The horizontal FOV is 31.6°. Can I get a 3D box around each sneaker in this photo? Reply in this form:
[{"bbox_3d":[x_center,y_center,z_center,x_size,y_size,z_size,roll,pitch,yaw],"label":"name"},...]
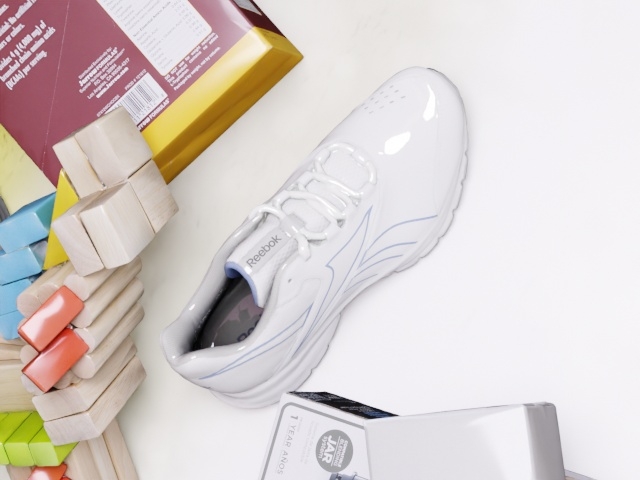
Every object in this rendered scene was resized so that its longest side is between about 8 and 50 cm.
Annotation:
[{"bbox_3d":[0.000,0.000,0.812,0.111,0.129,0.297,37,95,23],"label":"sneaker"}]

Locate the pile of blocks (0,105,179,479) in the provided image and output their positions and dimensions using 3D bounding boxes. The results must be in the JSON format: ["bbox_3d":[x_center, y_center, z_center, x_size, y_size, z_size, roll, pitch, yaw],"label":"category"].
[{"bbox_3d":[-0.201,0.081,0.804,0.149,0.112,0.362,17,118,10],"label":"pile of blocks"}]

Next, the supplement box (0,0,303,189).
[{"bbox_3d":[-0.155,-0.151,0.863,0.191,0.129,0.194,-41,88,11],"label":"supplement box"}]

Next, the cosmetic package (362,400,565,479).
[{"bbox_3d":[0.097,0.214,0.654,0.107,0.127,0.238,-12,77,18],"label":"cosmetic package"}]

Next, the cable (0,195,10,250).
[{"bbox_3d":[-0.323,-0.106,0.974,0.139,0.072,0.287,1,83,16],"label":"cable"}]

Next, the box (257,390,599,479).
[{"bbox_3d":[0.094,0.223,0.769,0.290,0.087,0.169,14,88,22],"label":"box"}]
